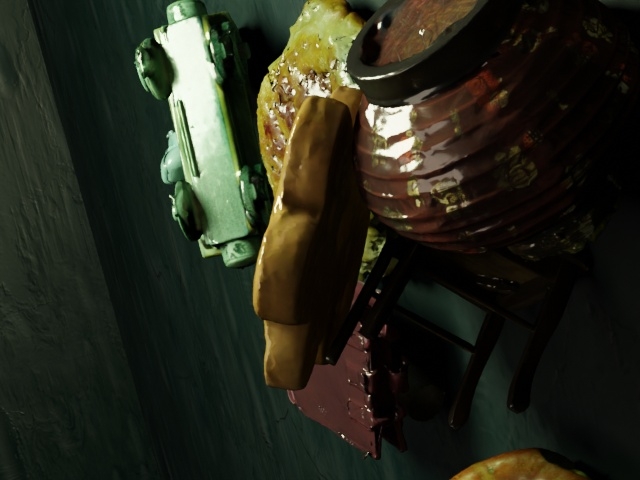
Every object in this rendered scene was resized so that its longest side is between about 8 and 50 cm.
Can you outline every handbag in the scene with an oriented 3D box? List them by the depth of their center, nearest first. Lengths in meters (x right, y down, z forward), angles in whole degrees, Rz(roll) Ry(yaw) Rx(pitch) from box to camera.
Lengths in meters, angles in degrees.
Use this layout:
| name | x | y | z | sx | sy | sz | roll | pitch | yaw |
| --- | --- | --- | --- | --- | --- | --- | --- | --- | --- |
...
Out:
| name | x | y | z | sx | sy | sz | roll | pitch | yaw |
| --- | --- | --- | --- | --- | --- | --- | --- | --- | --- |
| handbag | 0.031 | 0.139 | 1.285 | 0.216 | 0.074 | 0.203 | 20 | 121 | 57 |

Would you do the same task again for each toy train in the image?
| name | x | y | z | sx | sy | sz | roll | pitch | yaw |
| --- | --- | --- | --- | --- | --- | --- | --- | --- | --- |
| toy train | -0.141 | -0.139 | 1.457 | 0.237 | 0.150 | 0.369 | 37 | -139 | -85 |

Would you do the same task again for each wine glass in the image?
| name | x | y | z | sx | sy | sz | roll | pitch | yaw |
| --- | --- | --- | --- | --- | --- | --- | --- | --- | --- |
| wine glass | 0.083 | 0.166 | 1.347 | 0.198 | 0.066 | 0.066 | 36 | 138 | 55 |

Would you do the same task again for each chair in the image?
| name | x | y | z | sx | sy | sz | roll | pitch | yaw |
| --- | --- | --- | --- | --- | --- | --- | --- | --- | --- |
| chair | 0.143 | -0.008 | 0.994 | 0.186 | 0.319 | 0.160 | 28 | 158 | -7 |

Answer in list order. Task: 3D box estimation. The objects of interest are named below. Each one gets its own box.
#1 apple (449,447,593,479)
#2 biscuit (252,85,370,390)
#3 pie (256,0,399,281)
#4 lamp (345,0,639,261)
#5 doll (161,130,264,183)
| name | x | y | z | sx | sy | sz | roll | pitch | yaw |
| --- | --- | --- | --- | --- | --- | --- | --- | --- | --- |
| apple | 0.208 | 0.332 | 1.010 | 0.246 | 0.246 | 0.226 | 39 | 159 | 54 |
| biscuit | -0.003 | 0.000 | 0.961 | 0.355 | 0.052 | 0.275 | 47 | -125 | -79 |
| pie | 0.024 | -0.105 | 1.234 | 0.288 | 0.103 | 0.354 | 21 | 126 | 59 |
| lamp | 0.136 | -0.094 | 0.821 | 0.247 | 0.247 | 0.247 | 49 | 148 | 46 |
| doll | -0.165 | -0.123 | 1.604 | 0.159 | 0.159 | 0.059 | 52 | 152 | 30 |
